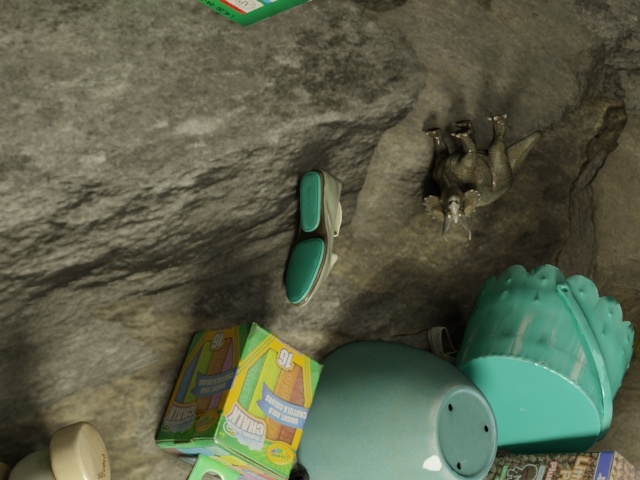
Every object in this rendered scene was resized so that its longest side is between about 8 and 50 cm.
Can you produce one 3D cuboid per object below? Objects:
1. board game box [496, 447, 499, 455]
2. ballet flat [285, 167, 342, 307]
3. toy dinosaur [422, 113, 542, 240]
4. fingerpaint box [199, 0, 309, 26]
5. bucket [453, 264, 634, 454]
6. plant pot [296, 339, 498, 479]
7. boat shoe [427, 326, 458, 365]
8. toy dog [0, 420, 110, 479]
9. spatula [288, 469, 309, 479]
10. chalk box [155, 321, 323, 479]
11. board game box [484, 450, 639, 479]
[{"bbox_3d":[0.256,0.304,1.967,0.090,0.020,0.090,27,60,-36],"label":"board game box"},{"bbox_3d":[0.000,0.000,1.758,0.068,0.072,0.213,24,65,-43],"label":"ballet flat"},{"bbox_3d":[0.255,-0.117,2.015,0.313,0.121,0.160,-24,110,-48],"label":"toy dinosaur"},{"bbox_3d":[-0.191,-0.557,1.628,0.445,0.163,0.371,24,67,-38],"label":"fingerpaint box"},{"bbox_3d":[0.338,0.195,1.889,0.281,0.281,0.183,50,47,-24],"label":"bucket"},{"bbox_3d":[0.136,0.280,1.742,0.290,0.195,0.290,10,75,-42],"label":"plant pot"},{"bbox_3d":[0.201,0.183,1.933,0.035,0.035,0.100,-20,95,-44],"label":"boat shoe"},{"bbox_3d":[-0.274,0.366,1.367,0.161,0.220,0.334,11,80,-74],"label":"toy dog"},{"bbox_3d":[-0.081,0.419,1.606,0.296,0.084,0.030,-58,142,-42],"label":"spatula"},{"bbox_3d":[-0.110,0.231,1.563,0.132,0.132,0.213,34,59,-33],"label":"chalk box"},{"bbox_3d":[0.380,0.439,1.872,0.232,0.291,0.141,39,57,-32],"label":"board game box"}]
